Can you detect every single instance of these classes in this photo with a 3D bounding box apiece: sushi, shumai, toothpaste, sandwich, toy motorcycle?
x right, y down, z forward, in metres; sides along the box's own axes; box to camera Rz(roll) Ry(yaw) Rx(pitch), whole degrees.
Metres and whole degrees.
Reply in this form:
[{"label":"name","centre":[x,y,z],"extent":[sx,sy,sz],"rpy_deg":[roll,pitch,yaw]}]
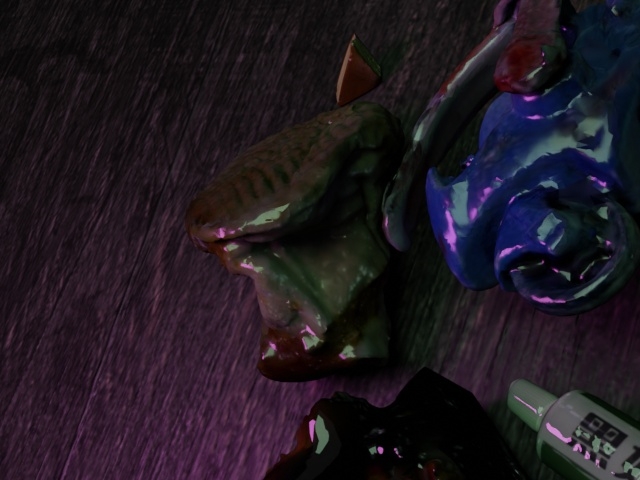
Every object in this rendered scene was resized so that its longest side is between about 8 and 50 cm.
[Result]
[{"label":"sushi","centre":[0.038,0.236,0.696],"extent":[0.227,0.212,0.215],"rpy_deg":[-42,49,12]},{"label":"shumai","centre":[0.000,0.000,0.929],"extent":[0.222,0.204,0.272],"rpy_deg":[-14,27,40]},{"label":"toothpaste","centre":[0.274,0.201,0.639],"extent":[0.392,0.061,0.099],"rpy_deg":[33,86,41]},{"label":"sandwich","centre":[0.043,-0.181,1.039],"extent":[0.083,0.044,0.031],"rpy_deg":[111,159,-50]},{"label":"toy motorcycle","centre":[0.189,-0.074,0.799],"extent":[0.319,0.182,0.241],"rpy_deg":[-63,11,-22]}]
